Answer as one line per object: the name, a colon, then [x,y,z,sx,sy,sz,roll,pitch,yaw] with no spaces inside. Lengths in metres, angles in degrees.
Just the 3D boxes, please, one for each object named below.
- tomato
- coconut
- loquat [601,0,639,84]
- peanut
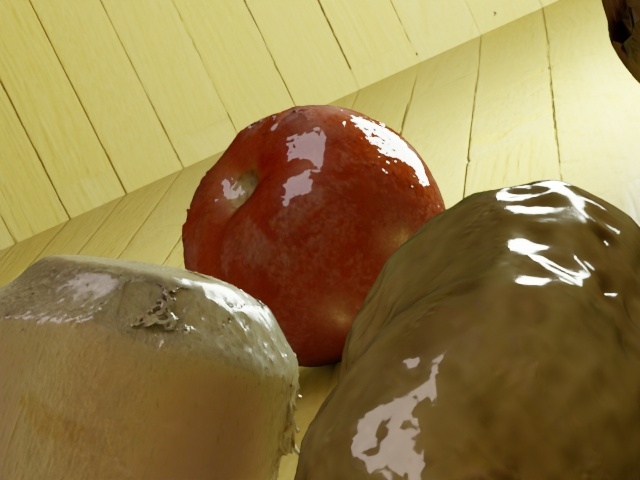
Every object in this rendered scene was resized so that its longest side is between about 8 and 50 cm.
tomato: [0.000,0.000,1.555,0.208,0.184,0.208,-34,38,32]
coconut: [-0.125,0.127,1.193,0.224,0.234,0.224,5,-1,0]
loquat: [0.359,-0.214,1.584,0.263,0.263,0.263,-25,11,5]
peanut: [0.085,0.086,1.014,0.192,0.169,0.387,-27,10,24]
